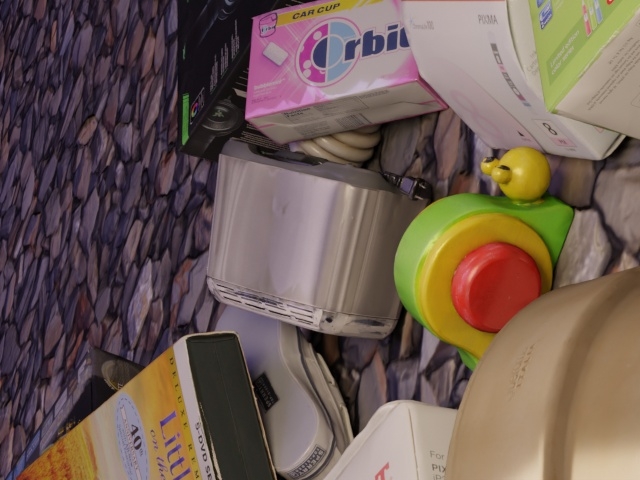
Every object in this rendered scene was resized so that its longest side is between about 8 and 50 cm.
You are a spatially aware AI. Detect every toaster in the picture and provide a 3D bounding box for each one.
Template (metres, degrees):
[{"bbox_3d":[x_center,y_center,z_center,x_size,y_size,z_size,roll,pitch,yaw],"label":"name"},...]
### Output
[{"bbox_3d":[0.000,0.000,1.732,0.227,0.129,0.146,14,94,40],"label":"toaster"}]

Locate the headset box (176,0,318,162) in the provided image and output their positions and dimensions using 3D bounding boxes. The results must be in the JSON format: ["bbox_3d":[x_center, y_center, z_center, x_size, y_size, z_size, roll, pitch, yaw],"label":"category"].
[{"bbox_3d":[-0.041,-0.235,1.995,0.283,0.131,0.246,128,148,-46],"label":"headset box"}]

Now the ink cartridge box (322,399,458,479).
[{"bbox_3d":[0.081,0.342,1.323,0.279,0.160,0.385,126,149,-43],"label":"ink cartridge box"}]

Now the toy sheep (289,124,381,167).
[{"bbox_3d":[0.013,-0.100,1.851,0.132,0.091,0.091,-60,27,24],"label":"toy sheep"}]

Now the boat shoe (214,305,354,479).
[{"bbox_3d":[-0.031,0.141,1.804,0.095,0.084,0.258,-40,36,16],"label":"boat shoe"}]

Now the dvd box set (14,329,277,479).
[{"bbox_3d":[-0.157,0.299,1.827,0.420,0.062,0.308,-39,61,52],"label":"dvd box set"}]

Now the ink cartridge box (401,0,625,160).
[{"bbox_3d":[0.108,-0.157,1.477,0.066,0.232,0.189,-53,21,-8],"label":"ink cartridge box"}]

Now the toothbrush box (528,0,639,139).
[{"bbox_3d":[0.238,-0.237,1.349,0.206,0.122,0.283,-52,33,44],"label":"toothbrush box"}]

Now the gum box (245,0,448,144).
[{"bbox_3d":[0.020,-0.159,1.775,0.188,0.062,0.107,-11,63,28],"label":"gum box"}]

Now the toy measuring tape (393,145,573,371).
[{"bbox_3d":[0.095,0.081,1.510,0.330,0.121,0.121,-71,23,12],"label":"toy measuring tape"}]

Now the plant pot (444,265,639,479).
[{"bbox_3d":[0.262,0.134,0.887,0.280,0.323,0.323,-25,53,43],"label":"plant pot"}]

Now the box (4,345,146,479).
[{"bbox_3d":[-0.308,0.365,2.237,0.395,0.097,0.318,-55,23,26],"label":"box"}]
